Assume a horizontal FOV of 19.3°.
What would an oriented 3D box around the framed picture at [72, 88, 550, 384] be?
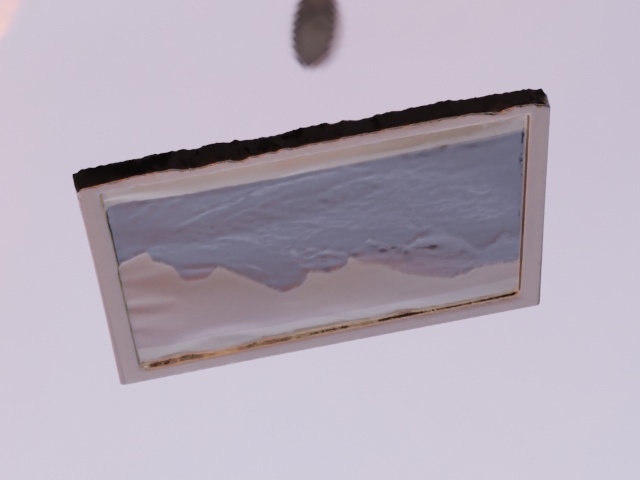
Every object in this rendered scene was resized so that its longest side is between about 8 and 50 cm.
[{"bbox_3d":[0.000,0.001,1.084,0.265,0.192,0.018,-11,-128,-3],"label":"framed picture"}]
